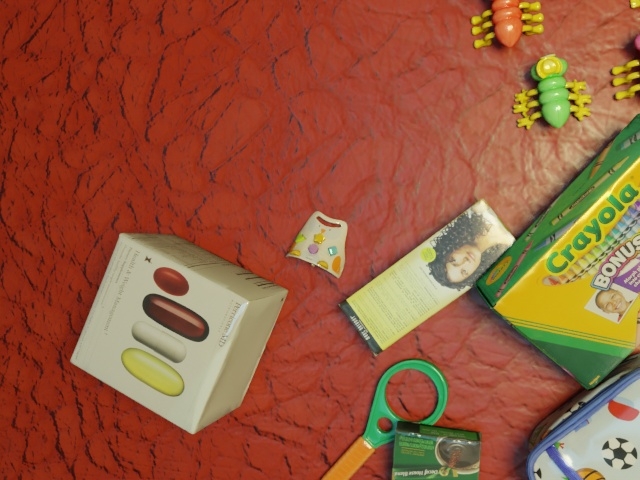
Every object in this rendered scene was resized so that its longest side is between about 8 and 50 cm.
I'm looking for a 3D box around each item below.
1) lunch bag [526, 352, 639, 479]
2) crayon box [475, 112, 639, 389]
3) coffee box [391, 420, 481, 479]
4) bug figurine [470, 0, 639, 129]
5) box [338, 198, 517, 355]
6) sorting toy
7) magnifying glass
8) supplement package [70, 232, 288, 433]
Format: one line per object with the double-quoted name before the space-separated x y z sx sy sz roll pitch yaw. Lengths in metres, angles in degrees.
"lunch bag" 0.403 0.302 0.740 0.243 0.115 0.303 -45 79 14
"crayon box" 0.338 0.013 0.740 0.165 0.081 0.278 39 102 -12
"coffee box" 0.148 0.334 0.837 0.113 0.040 0.184 6 99 11
"bug figurine" 0.329 -0.254 0.771 0.279 0.072 0.216 -11 88 15
"box" 0.142 0.048 0.836 0.232 0.058 0.087 -39 81 14
"sorting toy" 0.000 0.000 0.890 0.083 0.045 0.075 21 77 14
"magnifying glass" 0.083 0.257 0.876 0.092 0.026 0.231 42 99 11
"supplement package" -0.189 0.117 0.884 0.203 0.149 0.194 25 97 15
